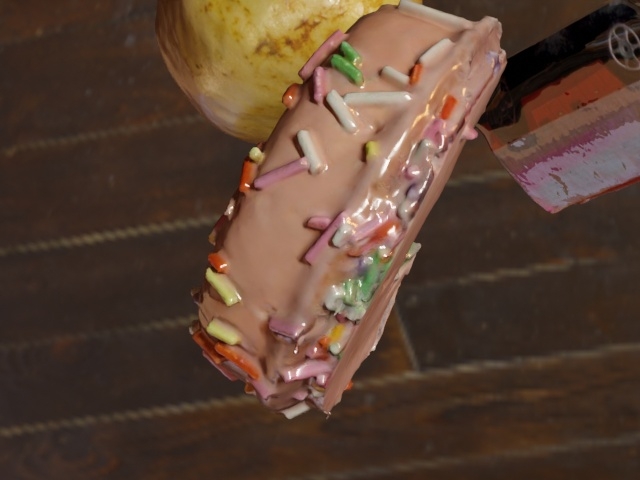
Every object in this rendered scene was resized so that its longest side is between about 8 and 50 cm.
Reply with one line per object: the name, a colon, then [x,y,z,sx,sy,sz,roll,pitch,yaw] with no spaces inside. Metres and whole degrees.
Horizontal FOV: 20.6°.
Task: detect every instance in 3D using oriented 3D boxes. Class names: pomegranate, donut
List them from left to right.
pomegranate: [-0.025,-0.191,1.486,0.248,0.248,0.248,3,124,5]
donut: [0.000,0.000,0.603,0.065,0.117,0.166,28,127,7]

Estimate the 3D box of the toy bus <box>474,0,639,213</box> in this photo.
toy bus: [0.254,-0.129,1.425,0.147,0.127,0.303,56,151,-7]
